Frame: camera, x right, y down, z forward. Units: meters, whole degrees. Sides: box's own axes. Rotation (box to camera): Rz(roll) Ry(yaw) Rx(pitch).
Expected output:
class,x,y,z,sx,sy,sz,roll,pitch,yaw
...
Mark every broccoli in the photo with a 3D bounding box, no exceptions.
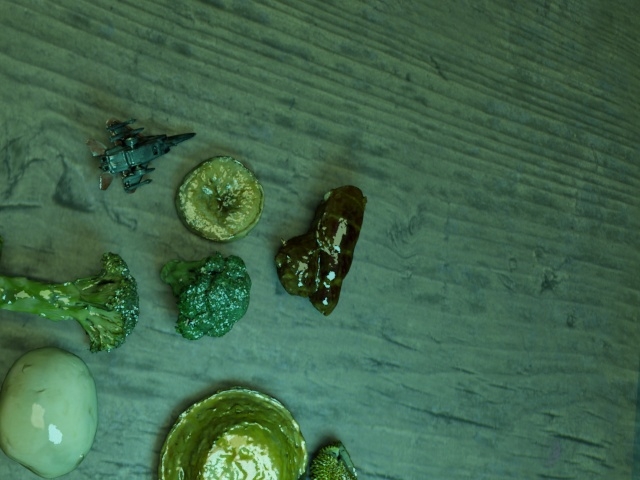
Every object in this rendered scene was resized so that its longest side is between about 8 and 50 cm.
class,x,y,z,sx,sy,sz,roll,pitch,yaw
broccoli,-0.326,0.145,1.684,0.270,0.270,0.270,26,70,17
broccoli,-0.632,0.133,1.529,0.252,0.221,0.361,-46,129,12

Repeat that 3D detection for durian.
class,x,y,z,sx,sy,sz,roll,pitch,yaw
durian,0.050,0.725,1.785,0.138,0.193,0.237,-30,83,-1

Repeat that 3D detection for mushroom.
class,x,y,z,sx,sy,sz,roll,pitch,yaw
mushroom,-0.721,0.429,1.466,0.336,0.314,0.314,-13,88,-3

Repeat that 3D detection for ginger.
class,x,y,z,sx,sy,sz,roll,pitch,yaw
ginger,0.000,0.000,1.858,0.254,0.176,0.418,26,79,-23

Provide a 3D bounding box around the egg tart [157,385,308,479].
class,x,y,z,sx,sy,sz,roll,pitch,yaw
egg tart,-0.225,0.629,1.673,0.443,0.178,0.442,4,80,-21

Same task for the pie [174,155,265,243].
class,x,y,z,sx,sy,sz,roll,pitch,yaw
pie,-0.299,-0.124,1.815,0.274,0.055,0.274,3,82,-22

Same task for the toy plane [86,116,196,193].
class,x,y,z,sx,sy,sz,roll,pitch,yaw
toy plane,-0.494,-0.261,1.728,0.326,0.104,0.222,-22,118,-27

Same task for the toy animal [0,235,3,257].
class,x,y,z,sx,sy,sz,roll,pitch,yaw
toy animal,-0.967,0.062,1.453,0.363,0.181,0.180,-2,75,-24
